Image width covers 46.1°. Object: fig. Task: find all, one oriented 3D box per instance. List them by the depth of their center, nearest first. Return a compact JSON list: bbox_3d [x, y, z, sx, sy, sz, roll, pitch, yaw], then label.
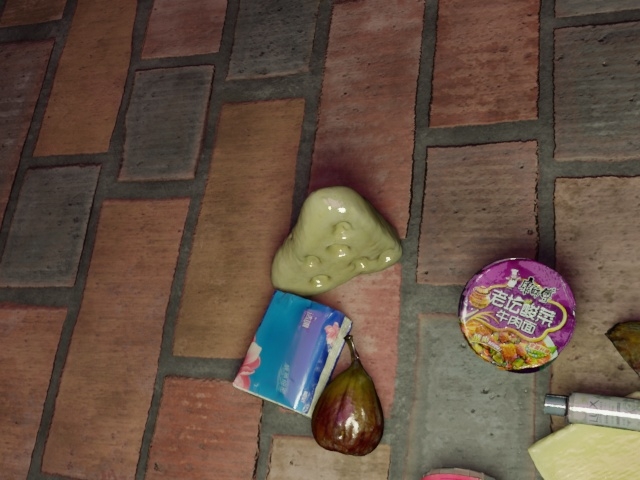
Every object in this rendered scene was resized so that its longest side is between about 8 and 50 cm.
[{"bbox_3d":[0.068,0.360,1.765,0.170,0.145,0.274,2,83,20],"label":"fig"}]

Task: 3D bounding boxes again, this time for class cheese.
[{"bbox_3d":[0.601,0.476,1.542,0.265,0.124,0.242,-29,61,6],"label":"cheese"},{"bbox_3d":[0.000,0.000,1.849,0.351,0.328,0.130,-18,57,11],"label":"cheese"}]

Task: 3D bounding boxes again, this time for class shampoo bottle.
[{"bbox_3d":[0.563,0.343,1.519,0.214,0.072,0.072,2,68,26],"label":"shampoo bottle"}]

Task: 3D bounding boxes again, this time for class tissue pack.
[{"bbox_3d":[-0.066,0.278,1.862,0.209,0.137,0.270,18,74,24],"label":"tissue pack"}]

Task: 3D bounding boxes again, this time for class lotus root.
[{"bbox_3d":[0.743,0.279,1.556,0.142,0.210,0.314,-41,73,12],"label":"lotus root"}]

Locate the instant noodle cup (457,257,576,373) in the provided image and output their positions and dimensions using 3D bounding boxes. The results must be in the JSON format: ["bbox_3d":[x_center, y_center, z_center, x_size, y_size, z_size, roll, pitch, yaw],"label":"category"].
[{"bbox_3d":[0.445,0.186,1.686,0.251,0.190,0.251,-7,66,17],"label":"instant noodle cup"}]

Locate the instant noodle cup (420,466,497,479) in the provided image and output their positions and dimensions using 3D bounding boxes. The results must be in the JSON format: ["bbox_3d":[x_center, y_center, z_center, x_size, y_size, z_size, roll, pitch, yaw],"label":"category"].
[{"bbox_3d":[0.287,0.583,1.557,0.302,0.258,0.182,4,55,15],"label":"instant noodle cup"}]
